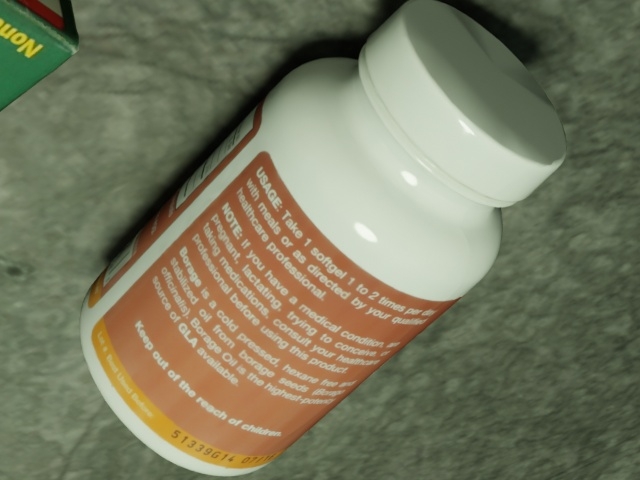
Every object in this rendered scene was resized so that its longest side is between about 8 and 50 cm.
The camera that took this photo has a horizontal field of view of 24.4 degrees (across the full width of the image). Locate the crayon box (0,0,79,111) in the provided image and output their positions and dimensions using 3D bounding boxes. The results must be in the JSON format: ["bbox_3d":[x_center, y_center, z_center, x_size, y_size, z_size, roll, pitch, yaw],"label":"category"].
[{"bbox_3d":[-0.312,-0.082,0.430,0.313,0.106,0.363,-35,139,21],"label":"crayon box"}]

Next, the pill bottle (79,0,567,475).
[{"bbox_3d":[0.000,0.000,0.647,0.121,0.121,0.216,19,130,-38],"label":"pill bottle"}]
